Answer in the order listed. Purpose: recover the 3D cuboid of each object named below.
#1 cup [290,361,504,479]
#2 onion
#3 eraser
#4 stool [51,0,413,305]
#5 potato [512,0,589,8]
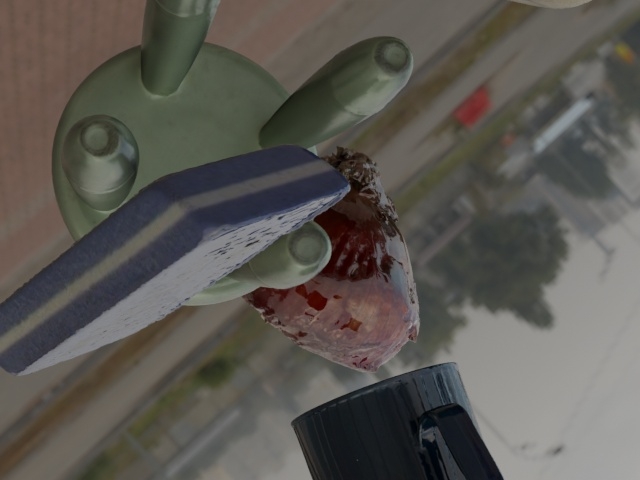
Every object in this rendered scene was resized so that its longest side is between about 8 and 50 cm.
[{"bbox_3d":[0.056,0.158,0.995,0.113,0.138,0.150,-20,168,2],"label":"cup"},{"bbox_3d":[0.000,0.000,1.351,0.163,0.230,0.230,-60,176,4],"label":"onion"},{"bbox_3d":[-0.080,0.011,0.733,0.082,0.036,0.225,-20,172,-39],"label":"eraser"},{"bbox_3d":[-0.069,-0.064,1.068,0.195,0.195,0.199,-65,-168,-17],"label":"stool"},{"bbox_3d":[0.186,-0.289,1.130,0.397,0.290,0.296,-77,-171,-67],"label":"potato"}]
